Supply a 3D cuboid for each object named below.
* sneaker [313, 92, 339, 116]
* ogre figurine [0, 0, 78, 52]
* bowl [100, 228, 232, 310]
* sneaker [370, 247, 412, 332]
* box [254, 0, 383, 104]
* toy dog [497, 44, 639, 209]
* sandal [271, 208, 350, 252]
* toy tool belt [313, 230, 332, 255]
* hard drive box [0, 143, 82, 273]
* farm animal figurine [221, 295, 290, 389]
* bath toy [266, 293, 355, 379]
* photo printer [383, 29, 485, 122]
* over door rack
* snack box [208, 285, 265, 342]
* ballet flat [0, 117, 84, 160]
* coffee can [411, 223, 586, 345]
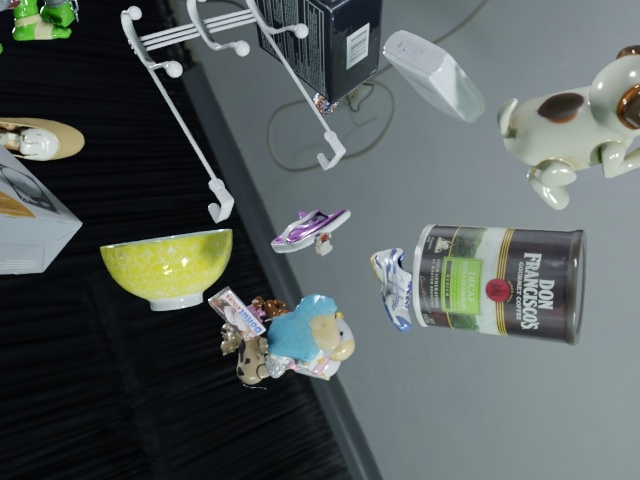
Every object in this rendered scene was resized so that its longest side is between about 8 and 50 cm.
[{"bbox_3d":[0.053,-0.499,1.935,0.221,0.083,0.087,-41,40,10],"label":"sneaker"},{"bbox_3d":[-0.349,-0.272,0.658,0.096,0.197,0.118,26,132,34],"label":"ogre figurine"},{"bbox_3d":[-0.330,0.069,1.353,0.289,0.289,0.156,-4,95,42],"label":"bowl"},{"bbox_3d":[0.276,0.166,2.109,0.131,0.112,0.297,-20,77,12],"label":"sneaker"},{"bbox_3d":[-0.010,-0.554,1.483,0.294,0.182,0.296,42,159,22],"label":"box"},{"bbox_3d":[0.723,-0.336,1.619,0.395,0.285,0.408,36,143,-19],"label":"toy dog"},{"bbox_3d":[-0.063,-0.044,2.036,0.102,0.169,0.416,55,144,-10],"label":"sandal"},{"bbox_3d":[0.000,0.000,1.680,0.051,0.052,0.083,43,155,34],"label":"toy tool belt"},{"bbox_3d":[-0.427,-0.068,0.702,0.232,0.181,0.089,42,95,8],"label":"hard drive box"},{"bbox_3d":[-0.249,0.351,2.097,0.330,0.172,0.327,-41,51,44],"label":"farm animal figurine"},{"bbox_3d":[-0.004,0.196,1.187,0.151,0.348,0.129,12,74,8],"label":"bath toy"},{"bbox_3d":[0.358,-0.490,1.857,0.107,0.307,0.256,-51,45,8],"label":"photo printer"},{"bbox_3d":[-0.112,-0.226,0.904,0.108,0.239,0.324,-20,97,60],"label":"over door rack"},{"bbox_3d":[-0.219,0.198,1.610,0.064,0.178,0.022,-35,35,1],"label":"snack box"},{"bbox_3d":[-0.523,-0.167,1.025,0.073,0.232,0.080,-120,41,-50],"label":"ballet flat"},{"bbox_3d":[0.329,0.075,1.111,0.275,0.201,0.202,3,99,27],"label":"coffee can"}]
